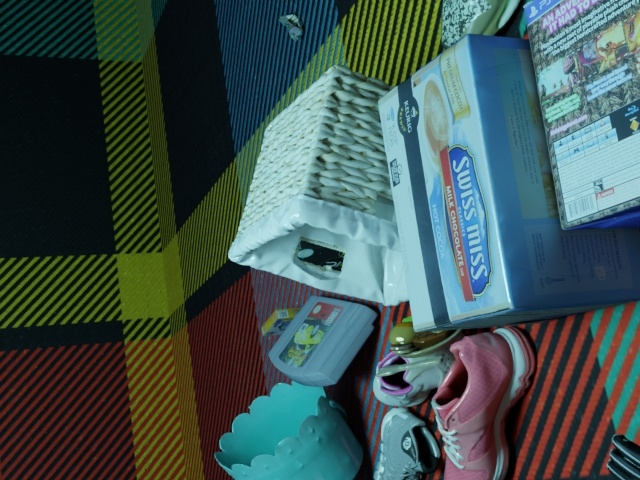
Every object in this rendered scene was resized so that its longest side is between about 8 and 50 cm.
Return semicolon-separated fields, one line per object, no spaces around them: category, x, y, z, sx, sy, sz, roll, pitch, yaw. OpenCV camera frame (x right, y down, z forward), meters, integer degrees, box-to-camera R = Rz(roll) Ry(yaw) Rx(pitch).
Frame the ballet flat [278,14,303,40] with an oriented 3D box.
ballet flat;-0.066;-0.522;2.027;0.114;0.041;0.041;-119;36;-45

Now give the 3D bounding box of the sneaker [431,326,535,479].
sneaker;0.221;0.276;1.307;0.116;0.136;0.313;-140;57;-59

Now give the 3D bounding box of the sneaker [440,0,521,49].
sneaker;0.213;-0.478;1.229;0.158;0.182;0.410;-127;41;-51

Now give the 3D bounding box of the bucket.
bucket;-0.058;0.437;1.761;0.183;0.281;0.281;54;161;-15

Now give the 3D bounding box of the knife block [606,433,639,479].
knife block;0.435;0.298;0.912;0.275;0.088;0.242;124;137;-53

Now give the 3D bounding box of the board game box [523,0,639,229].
board game box;0.375;-0.178;0.943;0.232;0.141;0.290;152;113;-63

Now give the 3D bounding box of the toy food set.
toy food set;0.166;0.148;1.350;0.133;0.192;0.038;-18;102;30

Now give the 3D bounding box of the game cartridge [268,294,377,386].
game cartridge;-0.006;0.214;1.794;0.196;0.060;0.294;-58;21;-13

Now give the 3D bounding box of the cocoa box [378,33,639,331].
cocoa box;0.249;-0.066;1.119;0.228;0.232;0.346;152;113;-62

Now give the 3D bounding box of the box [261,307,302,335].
box;-0.092;0.204;2.076;0.136;0.081;0.028;126;135;-54

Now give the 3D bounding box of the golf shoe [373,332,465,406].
golf shoe;0.144;0.232;1.490;0.306;0.140;0.115;134;128;-59

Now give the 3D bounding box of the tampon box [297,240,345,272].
tampon box;0.000;0.000;1.761;0.120;0.161;0.101;124;137;-53

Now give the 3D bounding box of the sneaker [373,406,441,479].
sneaker;0.162;0.429;1.533;0.132;0.086;0.228;4;94;63

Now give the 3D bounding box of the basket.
basket;0.070;-0.072;1.348;0.331;0.329;0.266;154;129;-65
